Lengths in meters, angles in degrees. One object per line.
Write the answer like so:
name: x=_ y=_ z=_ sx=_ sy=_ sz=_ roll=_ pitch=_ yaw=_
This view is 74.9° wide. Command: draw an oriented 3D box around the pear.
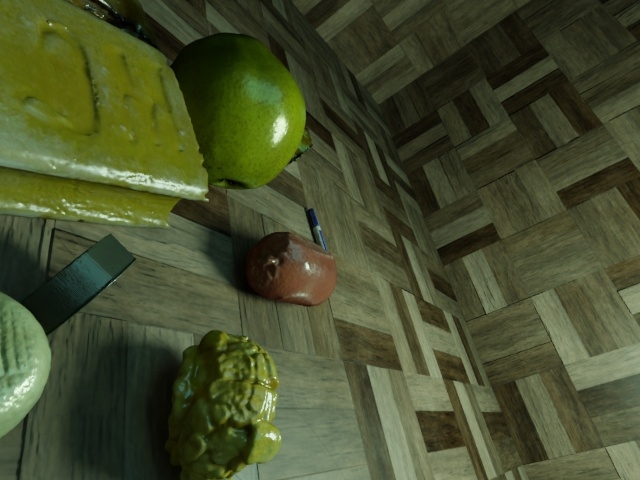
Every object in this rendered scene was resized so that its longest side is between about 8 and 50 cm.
pear: x=-0.173 y=-0.243 z=0.819 sx=0.294 sy=0.294 sz=0.294 roll=43 pitch=30 yaw=-33

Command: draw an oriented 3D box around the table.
table: x=-0.274 y=0.051 z=0.466 sx=0.043 sy=0.133 sz=0.133 roll=52 pitch=26 yaw=-16

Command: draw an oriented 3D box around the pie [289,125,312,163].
pie: x=-0.145 y=-0.348 z=1.167 sx=0.288 sy=0.102 sz=0.355 roll=54 pitch=30 yaw=-15

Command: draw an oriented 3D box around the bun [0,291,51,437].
bun: x=-0.333 y=0.109 z=0.337 sx=0.188 sy=0.111 sz=0.164 roll=1 pitch=54 yaw=-51

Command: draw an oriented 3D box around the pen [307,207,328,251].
pen: x=0.000 y=0.000 z=1.164 sx=0.025 sy=0.025 sz=0.204 roll=21 pitch=46 yaw=-54

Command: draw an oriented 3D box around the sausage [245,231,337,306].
sausage: x=-0.053 y=0.060 z=0.871 sx=0.254 sy=0.148 sz=0.148 roll=15 pitch=51 yaw=-59

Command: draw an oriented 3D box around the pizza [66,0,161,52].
pizza: x=-0.447 y=-0.468 z=0.712 sx=0.409 sy=0.113 sz=0.278 roll=43 pitch=29 yaw=-31

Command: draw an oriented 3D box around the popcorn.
popcorn: x=-0.129 y=0.217 z=0.541 sx=0.140 sy=0.163 sz=0.194 roll=21 pitch=69 yaw=-21

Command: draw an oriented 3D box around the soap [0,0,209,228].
soap: x=-0.342 y=-0.175 z=0.561 sx=0.335 sy=0.156 sz=0.294 roll=6 pitch=63 yaw=-59
